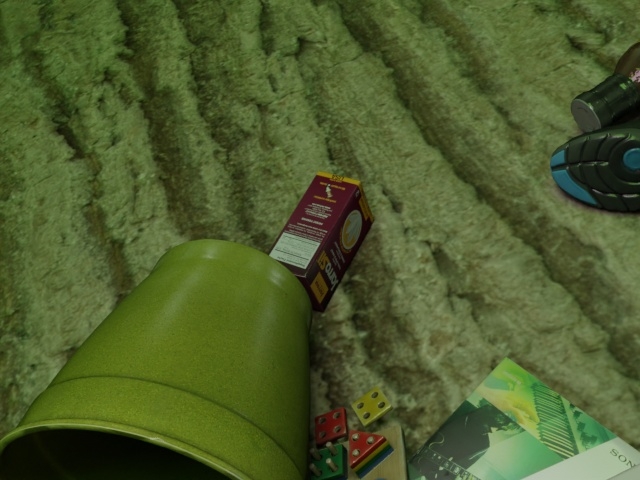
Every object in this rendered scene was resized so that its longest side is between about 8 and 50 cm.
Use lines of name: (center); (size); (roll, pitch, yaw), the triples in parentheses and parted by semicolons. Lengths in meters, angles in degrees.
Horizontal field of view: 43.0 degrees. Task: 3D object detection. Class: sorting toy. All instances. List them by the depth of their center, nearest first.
sorting toy: (0.039, 0.288, 1.012); (0.132, 0.046, 0.274); (-22, 35, 18)

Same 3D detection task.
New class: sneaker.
sneaker: (0.514, -0.130, 1.188); (0.341, 0.125, 0.139); (-5, 26, 19)

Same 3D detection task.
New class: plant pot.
plant pot: (-0.160, 0.198, 1.040); (0.367, 0.366, 0.353); (-1, 42, 19)

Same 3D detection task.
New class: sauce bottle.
sauce bottle: (0.548, -0.283, 1.271); (0.344, 0.111, 0.111); (-33, 51, -9)

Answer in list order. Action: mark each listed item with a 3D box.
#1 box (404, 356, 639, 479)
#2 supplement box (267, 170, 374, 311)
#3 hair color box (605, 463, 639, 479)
box: (0.211, 0.322, 0.970); (0.322, 0.058, 0.232); (-43, 52, -15)
supplement box: (0.000, 0.000, 1.256); (0.081, 0.104, 0.188); (16, 62, 28)
hair color box: (0.461, 0.284, 0.835); (0.339, 0.110, 0.185); (-21, 49, -12)
